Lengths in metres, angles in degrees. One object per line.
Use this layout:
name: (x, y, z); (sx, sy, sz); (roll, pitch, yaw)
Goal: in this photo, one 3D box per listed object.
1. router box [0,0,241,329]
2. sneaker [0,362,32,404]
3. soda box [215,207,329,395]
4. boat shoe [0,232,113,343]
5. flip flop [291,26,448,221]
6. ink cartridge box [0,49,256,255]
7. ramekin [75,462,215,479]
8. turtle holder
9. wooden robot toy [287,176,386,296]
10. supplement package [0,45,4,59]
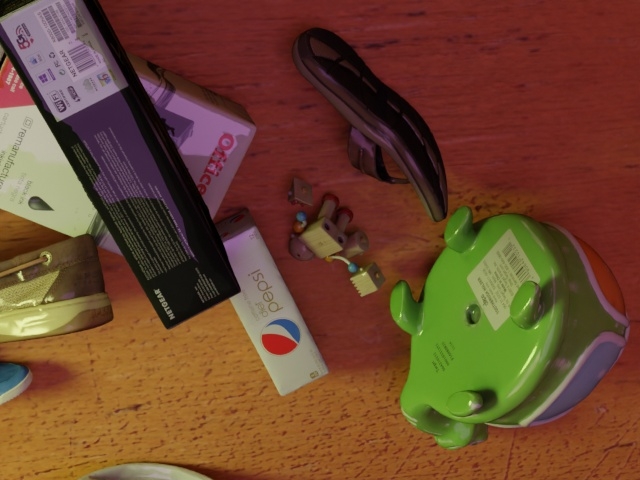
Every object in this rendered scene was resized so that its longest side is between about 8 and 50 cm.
router box: (-0.190, -0.100, 1.052); (0.081, 0.243, 0.309); (-27, 112, -2)
sneaker: (-0.420, 0.153, 1.314); (0.152, 0.058, 0.084); (-11, 119, -1)
soda box: (-0.067, 0.076, 1.354); (0.069, 0.074, 0.216); (-27, 112, -2)
boat shoe: (-0.391, 0.051, 1.225); (0.342, 0.123, 0.123); (-7, 94, 19)
flip flop: (0.055, -0.126, 1.303); (0.080, 0.112, 0.277); (-34, 117, 29)
ink cartridge box: (-0.234, -0.104, 1.235); (0.273, 0.114, 0.197); (23, 103, -20)
ramekin: (-0.206, 0.400, 1.344); (0.273, 0.273, 0.127); (5, 120, -14)
turtle holder: (0.233, 0.131, 1.352); (0.227, 0.243, 0.320); (13, 97, -34)
wooden robot toy: (0.000, 0.000, 1.361); (0.079, 0.076, 0.173); (-27, 117, 37)
supplement package: (-0.433, -0.163, 1.137); (0.139, 0.134, 0.244); (15, 107, -47)
